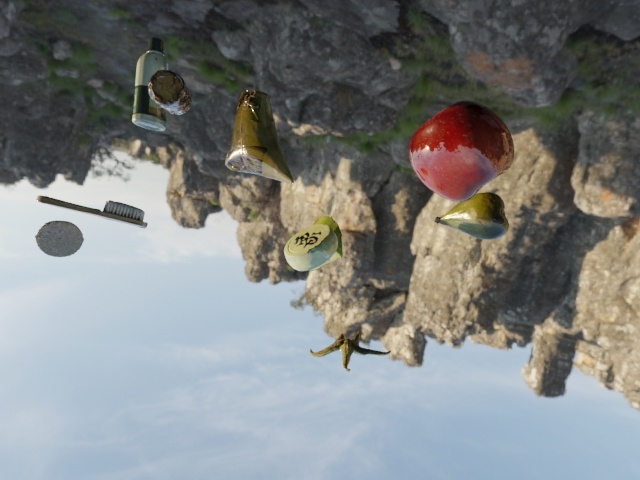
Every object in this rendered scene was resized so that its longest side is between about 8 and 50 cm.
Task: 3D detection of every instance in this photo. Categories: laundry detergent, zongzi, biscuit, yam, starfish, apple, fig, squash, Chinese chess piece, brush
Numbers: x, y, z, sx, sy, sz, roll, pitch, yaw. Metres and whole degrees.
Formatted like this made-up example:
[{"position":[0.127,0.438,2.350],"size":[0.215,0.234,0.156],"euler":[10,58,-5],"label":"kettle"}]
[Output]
[{"position":[-0.428,-0.401,1.218],"size":[0.070,0.226,0.099],"euler":[3,178,26],"label":"laundry detergent"},{"position":[-0.167,-0.342,1.564],"size":[0.300,0.274,0.145],"euler":[21,-165,37],"label":"zongzi"},{"position":[-0.717,-0.004,1.314],"size":[0.120,0.120,0.015],"euler":[5,-152,-31],"label":"biscuit"},{"position":[-0.322,-0.318,1.033],"size":[0.079,0.079,0.141],"euler":[9,-175,-7],"label":"yam"},{"position":[0.081,0.291,1.290],"size":[0.216,0.050,0.223],"euler":[7,-163,3],"label":"starfish"},{"position":[0.314,-0.202,1.079],"size":[0.201,0.218,0.218],"euler":[54,-165,6],"label":"apple"},{"position":[0.419,-0.055,1.309],"size":[0.184,0.133,0.126],"euler":[-18,-155,2],"label":"fig"},{"position":[-0.018,-0.001,1.691],"size":[0.085,0.184,0.192],"euler":[11,152,-40],"label":"squash"},{"position":[-0.025,0.016,1.239],"size":[0.144,0.058,0.144],"euler":[-23,-153,13],"label":"Chinese chess piece"},{"position":[-0.712,-0.106,1.510],"size":[0.327,0.065,0.070],"euler":[13,174,-19],"label":"brush"}]
